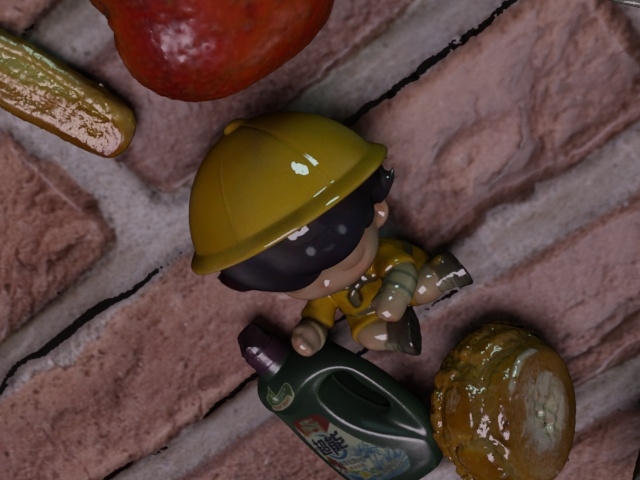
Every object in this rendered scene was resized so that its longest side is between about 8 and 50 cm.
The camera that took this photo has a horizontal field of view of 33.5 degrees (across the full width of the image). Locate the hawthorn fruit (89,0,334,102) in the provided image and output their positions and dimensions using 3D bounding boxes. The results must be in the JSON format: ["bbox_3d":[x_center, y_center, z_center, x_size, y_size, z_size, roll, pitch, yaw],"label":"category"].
[{"bbox_3d":[-0.061,-0.223,0.803,0.243,0.207,0.207,-29,114,-8],"label":"hawthorn fruit"}]

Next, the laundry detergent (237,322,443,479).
[{"bbox_3d":[0.014,0.154,1.051,0.222,0.078,0.144,44,135,-14],"label":"laundry detergent"}]

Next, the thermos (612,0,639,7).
[{"bbox_3d":[0.248,-0.247,0.759,0.265,0.146,0.176,5,114,-1],"label":"thermos"}]

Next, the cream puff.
[{"bbox_3d":[0.167,0.159,1.002,0.150,0.165,0.115,14,170,-42],"label":"cream puff"}]

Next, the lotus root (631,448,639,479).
[{"bbox_3d":[0.413,0.192,0.956,0.272,0.192,0.272,10,139,9],"label":"lotus root"}]

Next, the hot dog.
[{"bbox_3d":[-0.262,-0.143,0.945,0.216,0.047,0.066,25,105,-6],"label":"hot dog"}]

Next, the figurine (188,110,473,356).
[{"bbox_3d":[-0.001,-0.003,0.923,0.192,0.167,0.257,-37,131,11],"label":"figurine"}]
